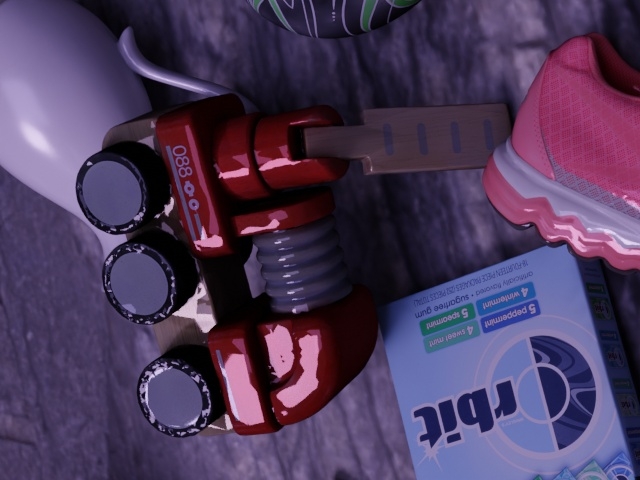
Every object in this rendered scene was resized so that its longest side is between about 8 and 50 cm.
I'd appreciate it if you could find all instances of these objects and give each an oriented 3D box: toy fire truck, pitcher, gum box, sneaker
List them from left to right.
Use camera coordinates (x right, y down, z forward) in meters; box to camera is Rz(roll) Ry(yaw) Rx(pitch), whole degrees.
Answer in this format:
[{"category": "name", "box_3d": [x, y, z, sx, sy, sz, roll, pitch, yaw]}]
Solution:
[{"category": "pitcher", "box_3d": [-0.154, -0.094, 1.135, 0.177, 0.125, 0.207, -38, 92, 11]}, {"category": "toy fire truck", "box_3d": [0.000, 0.000, 1.022, 0.246, 0.158, 0.217, -11, 101, 26]}, {"category": "gum box", "box_3d": [0.128, 0.109, 1.022, 0.157, 0.041, 0.184, -22, 74, 32]}, {"category": "sneaker", "box_3d": [0.245, -0.026, 0.907, 0.314, 0.116, 0.136, 27, 112, 23]}]

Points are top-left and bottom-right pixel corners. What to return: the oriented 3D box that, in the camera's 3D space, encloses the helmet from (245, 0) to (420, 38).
[{"category": "helmet", "box_3d": [0.011, -0.209, 0.973, 0.169, 0.161, 0.169, 7, 105, 29]}]
